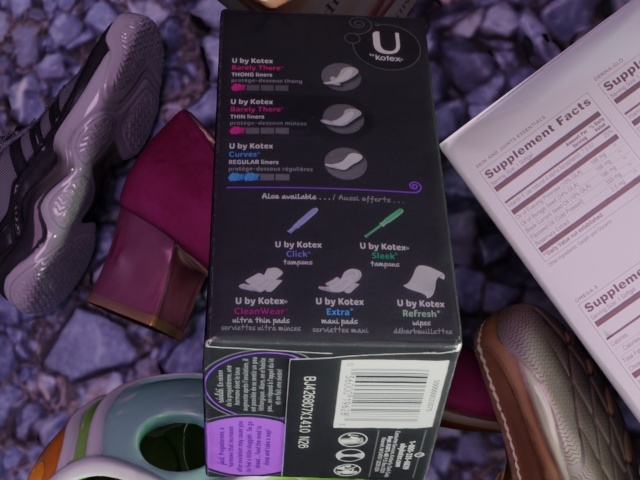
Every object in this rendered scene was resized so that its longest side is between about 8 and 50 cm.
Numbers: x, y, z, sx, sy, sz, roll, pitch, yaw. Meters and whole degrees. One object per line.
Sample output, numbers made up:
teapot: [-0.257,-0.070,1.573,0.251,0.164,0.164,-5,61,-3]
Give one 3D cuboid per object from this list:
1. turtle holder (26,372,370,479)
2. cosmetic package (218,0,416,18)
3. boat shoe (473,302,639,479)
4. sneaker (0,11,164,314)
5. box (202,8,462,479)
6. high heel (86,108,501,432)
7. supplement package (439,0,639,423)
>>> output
turtle holder: [-0.073,0.236,0.820,0.243,0.227,0.320,-45,72,6]
cosmetic package: [-0.024,-0.236,0.840,0.129,0.296,0.153,34,95,19]
boat shoe: [0.158,0.200,0.771,0.116,0.123,0.324,-17,100,25]
sneaker: [-0.243,-0.084,0.987,0.153,0.101,0.268,24,92,17]
box: [0.000,0.000,0.756,0.143,0.165,0.270,2,52,-4]
high heel: [0.007,0.019,0.888,0.377,0.127,0.181,18,79,14]
supplement package: [0.247,0.000,0.767,0.198,0.199,0.262,-37,73,10]
